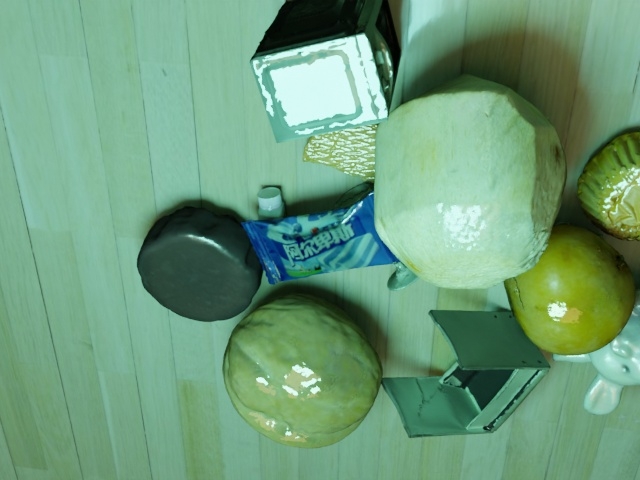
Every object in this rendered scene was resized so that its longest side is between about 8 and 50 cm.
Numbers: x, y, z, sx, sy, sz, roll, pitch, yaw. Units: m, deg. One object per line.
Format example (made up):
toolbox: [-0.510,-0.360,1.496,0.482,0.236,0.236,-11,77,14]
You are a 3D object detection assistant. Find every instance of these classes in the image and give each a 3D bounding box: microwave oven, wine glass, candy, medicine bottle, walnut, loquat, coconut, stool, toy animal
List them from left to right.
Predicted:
medicine bottle: [-0.106,-0.054,1.825,0.055,0.074,0.118,0,122,11]
walnut: [-0.041,0.291,1.895,0.381,0.381,0.381,5,124,7]
candy: [0.000,0.000,1.752,0.331,0.077,0.187,-8,123,27]
microwave oven: [0.017,-0.334,1.485,0.237,0.295,0.181,-8,122,16]
wine glass: [0.129,-0.009,1.795,0.103,0.103,0.231,-25,112,24]
stool: [0.323,0.299,1.856,0.269,0.170,0.244,4,131,-32]
coconut: [0.280,-0.125,1.536,0.344,0.415,0.415,14,127,-25]
loquat: [0.480,0.098,1.627,0.263,0.263,0.263,5,124,7]
toy animal: [0.683,0.214,1.757,0.367,0.196,0.241,-35,153,16]

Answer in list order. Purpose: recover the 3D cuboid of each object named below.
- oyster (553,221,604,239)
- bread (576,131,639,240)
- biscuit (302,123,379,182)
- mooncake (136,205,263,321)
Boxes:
oyster: [0.508,0.023,1.772,0.125,0.064,0.177,32,123,-17]
bread: [0.627,-0.094,1.624,0.240,0.139,0.240,7,126,10]
biscuit: [0.080,-0.192,1.724,0.224,0.033,0.144,13,124,0]
mooncake: [-0.269,0.050,1.884,0.283,0.141,0.283,6,132,7]
